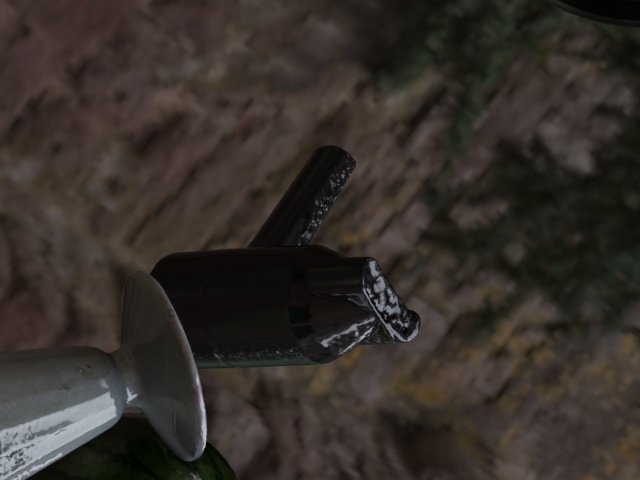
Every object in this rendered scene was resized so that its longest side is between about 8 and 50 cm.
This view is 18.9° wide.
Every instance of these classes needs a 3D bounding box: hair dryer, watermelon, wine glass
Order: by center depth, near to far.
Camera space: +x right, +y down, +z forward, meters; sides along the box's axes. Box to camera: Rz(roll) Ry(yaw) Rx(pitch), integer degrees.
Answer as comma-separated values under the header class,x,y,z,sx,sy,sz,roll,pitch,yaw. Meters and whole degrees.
class,x,y,z,sx,sy,sz,roll,pitch,yaw
wine glass,-0.182,0.108,1.199,0.196,0.165,0.165,-15,-158,-19
watermelon,-0.128,0.213,1.316,0.215,0.188,0.188,2,-119,38
hair dryer,0.000,0.000,1.839,0.244,0.116,0.302,-3,-141,31

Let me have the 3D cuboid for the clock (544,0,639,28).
class,x,y,z,sx,sy,sz,roll,pitch,yaw
clock,0.213,-0.307,1.502,0.319,0.319,0.066,-8,-146,52
